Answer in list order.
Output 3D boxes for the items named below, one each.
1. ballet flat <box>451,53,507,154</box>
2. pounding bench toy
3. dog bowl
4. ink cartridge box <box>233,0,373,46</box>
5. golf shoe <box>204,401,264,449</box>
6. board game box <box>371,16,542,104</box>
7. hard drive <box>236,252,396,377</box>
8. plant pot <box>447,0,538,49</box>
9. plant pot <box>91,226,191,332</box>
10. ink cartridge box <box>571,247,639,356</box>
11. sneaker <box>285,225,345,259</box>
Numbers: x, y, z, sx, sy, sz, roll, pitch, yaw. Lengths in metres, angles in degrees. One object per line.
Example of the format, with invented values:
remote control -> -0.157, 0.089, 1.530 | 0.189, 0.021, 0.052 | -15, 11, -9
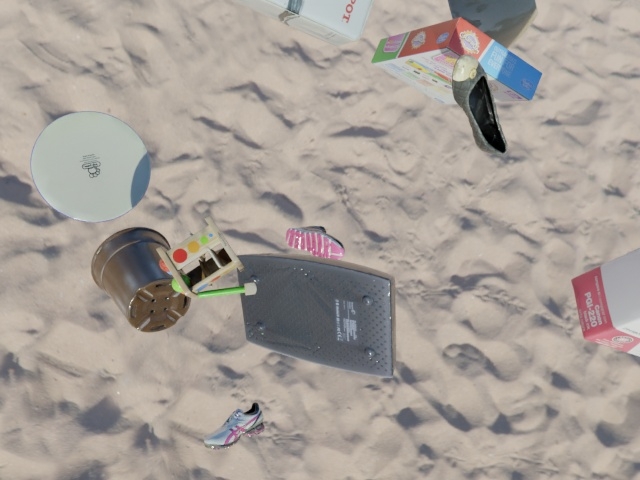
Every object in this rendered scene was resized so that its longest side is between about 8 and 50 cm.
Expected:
ballet flat -> 0.227, -0.188, 0.737 | 0.057, 0.173, 0.049 | -45, 44, -4
pounding bench toy -> -0.107, 0.032, 0.506 | 0.065, 0.052, 0.083 | -34, 82, -9
dog bowl -> -0.549, -0.174, 1.281 | 0.265, 0.104, 0.265 | -1, 94, -22
ink cartridge box -> -0.031, -0.351, 0.651 | 0.208, 0.087, 0.153 | 18, 99, -19
golf shoe -> -0.233, 0.494, 1.414 | 0.186, 0.067, 0.086 | -9, 92, -47
board game box -> 0.293, -0.389, 1.195 | 0.242, 0.316, 0.064 | 21, 93, -26
hard drive -> -0.005, 0.101, 0.793 | 0.255, 0.172, 0.054 | 7, 24, 28
plant pot -> 0.459, -0.623, 1.395 | 0.191, 0.284, 0.284 | -13, 63, 26
plant pot -> -0.345, 0.083, 1.048 | 0.167, 0.167, 0.165 | -26, 43, -24
ink cartridge box -> 0.440, 0.062, 0.614 | 0.159, 0.218, 0.092 | 18, 56, -19
sneaker -> 0.000, 0.000, 1.216 | 0.075, 0.170, 0.063 | -18, 115, -43
